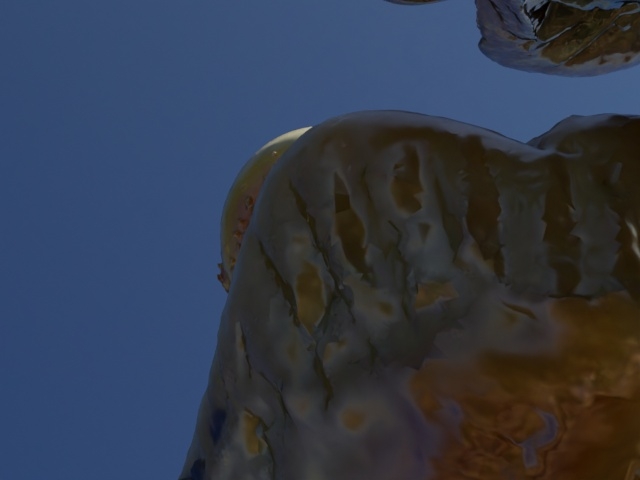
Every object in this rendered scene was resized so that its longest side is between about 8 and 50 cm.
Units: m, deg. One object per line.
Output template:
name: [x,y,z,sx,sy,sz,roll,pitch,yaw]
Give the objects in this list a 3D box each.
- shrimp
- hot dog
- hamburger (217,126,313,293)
shrimp: [0.185,-0.210,1.368,0.446,0.110,0.221,3,-36,-47]
hot dog: [0.110,0.120,0.684,0.367,0.196,0.365,14,-50,6]
hamburger: [0.000,0.000,1.071,0.126,0.081,0.141,27,-76,-1]
